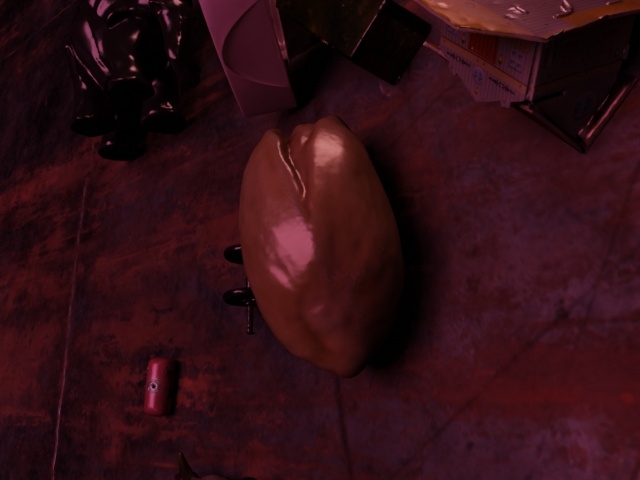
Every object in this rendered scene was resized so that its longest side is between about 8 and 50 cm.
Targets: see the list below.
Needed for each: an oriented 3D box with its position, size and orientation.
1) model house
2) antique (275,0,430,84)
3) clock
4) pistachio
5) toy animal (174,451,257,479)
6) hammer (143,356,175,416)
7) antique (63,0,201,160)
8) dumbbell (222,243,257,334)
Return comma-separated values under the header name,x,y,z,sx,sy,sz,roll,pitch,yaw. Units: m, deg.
name,x,y,z,sx,sy,sz,roll,pitch,yaw
model house,0.165,-0.174,0.655,0.219,0.207,0.136,46,149,43
antique,0.027,-0.277,0.871,0.081,0.080,0.221,-57,43,16
clock,-0.111,-0.345,0.897,0.080,0.290,0.275,-13,56,3
pistachio,0.000,0.000,0.756,0.162,0.181,0.293,-16,64,2
toy animal,-0.118,0.311,0.851,0.202,0.070,0.105,7,102,44
hammer,-0.229,0.207,1.018,0.043,0.043,0.083,-9,72,45
antique,-0.305,-0.301,1.156,0.322,0.185,0.255,-20,65,46
dumbbell,-0.087,0.044,0.898,0.069,0.069,0.147,-19,64,42
